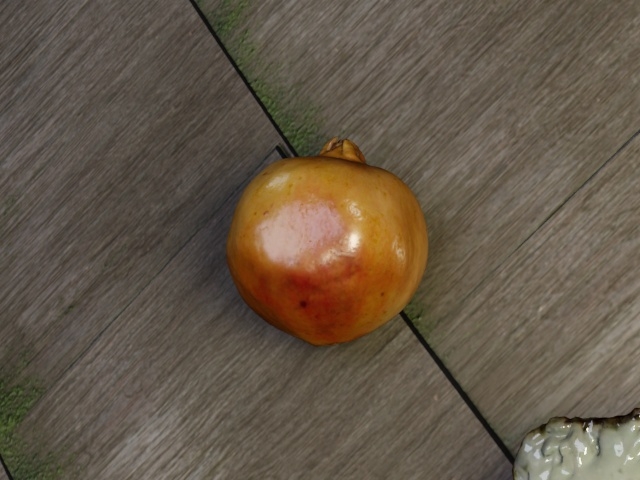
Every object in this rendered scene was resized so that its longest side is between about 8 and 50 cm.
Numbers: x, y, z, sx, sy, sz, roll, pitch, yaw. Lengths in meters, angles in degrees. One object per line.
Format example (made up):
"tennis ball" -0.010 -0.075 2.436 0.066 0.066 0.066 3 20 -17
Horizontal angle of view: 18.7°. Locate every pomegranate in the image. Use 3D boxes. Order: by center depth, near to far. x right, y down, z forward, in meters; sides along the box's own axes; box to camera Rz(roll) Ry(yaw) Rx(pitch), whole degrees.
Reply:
"pomegranate" 0.000 0.006 1.969 0.209 0.209 0.209 -18 58 32

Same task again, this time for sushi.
"sushi" 0.311 0.232 1.620 0.343 0.182 0.196 -16 64 34
